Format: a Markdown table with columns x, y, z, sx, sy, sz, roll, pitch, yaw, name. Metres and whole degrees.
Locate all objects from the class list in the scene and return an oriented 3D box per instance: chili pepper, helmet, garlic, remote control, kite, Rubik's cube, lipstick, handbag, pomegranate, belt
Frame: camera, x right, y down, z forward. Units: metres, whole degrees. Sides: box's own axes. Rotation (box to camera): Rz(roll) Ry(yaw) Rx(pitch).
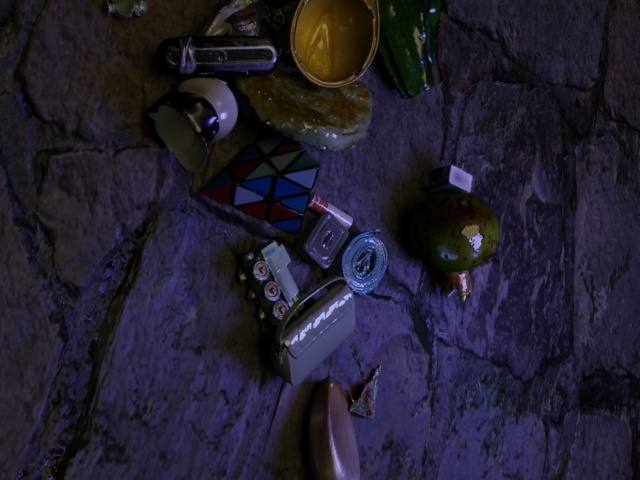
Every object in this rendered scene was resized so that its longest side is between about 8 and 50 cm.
| x | y | z | sx | sy | sz | roll | pitch | yaw | name |
| --- | --- | --- | --- | --- | --- | --- | --- | --- | --- |
| 0.231 | -0.569 | 2.036 | 0.213 | 0.167 | 0.385 | -20 | 98 | -34 | chili pepper |
| 0.019 | -0.474 | 1.779 | 0.205 | 0.140 | 0.257 | 10 | 97 | -16 | helmet |
| 0.029 | 0.473 | 1.813 | 0.143 | 0.112 | 0.318 | 19 | 66 | -58 | garlic |
| -0.209 | -0.390 | 1.652 | 0.265 | 0.066 | 0.090 | -5 | 95 | -19 | remote control |
| 0.108 | 0.338 | 1.906 | 0.198 | 0.006 | 0.245 | -49 | 133 | -47 | kite |
| -0.157 | -0.106 | 1.770 | 0.234 | 0.284 | 0.250 | -12 | 127 | -18 | Rubik's cube |
| 0.019 | -0.071 | 1.906 | 0.130 | 0.038 | 0.038 | 31 | 68 | -30 | lipstick |
| -0.018 | 0.186 | 1.771 | 0.256 | 0.079 | 0.219 | -39 | 143 | -34 | handbag |
| 0.333 | 0.014 | 2.045 | 0.230 | 0.231 | 0.286 | 6 | 110 | -36 | pomegranate |
| 0.089 | 0.059 | 1.917 | 0.163 | 0.082 | 0.148 | -18 | 95 | -39 | belt |

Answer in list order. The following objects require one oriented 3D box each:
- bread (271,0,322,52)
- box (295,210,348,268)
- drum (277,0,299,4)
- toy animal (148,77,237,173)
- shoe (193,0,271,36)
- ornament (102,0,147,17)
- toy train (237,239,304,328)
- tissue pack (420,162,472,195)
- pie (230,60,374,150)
| x | y | z | sx | sy | sz | roll | pitch | yaw | name |
| --- | --- | --- | --- | --- | --- | --- | --- | --- | --- |
| -0.036 | -0.500 | 1.874 | 0.177 | 0.084 | 0.119 | 4 | 112 | -37 | bread |
| 0.000 | 0.000 | 1.870 | 0.089 | 0.062 | 0.122 | 45 | 62 | -24 | box |
| -0.008 | -0.771 | 1.837 | 0.431 | 0.214 | 0.432 | 9 | 75 | -36 | drum |
| -0.259 | -0.258 | 1.670 | 0.179 | 0.138 | 0.166 | -47 | 133 | -39 | toy animal |
| -0.190 | -0.467 | 1.754 | 0.125 | 0.099 | 0.228 | 50 | 62 | -24 | shoe |
| -0.405 | -0.489 | 1.634 | 0.092 | 0.041 | 0.069 | 12 | 55 | -24 | ornament |
| -0.105 | 0.101 | 1.774 | 0.125 | 0.080 | 0.194 | -37 | 105 | -38 | toy train |
| 0.340 | -0.167 | 2.109 | 0.085 | 0.111 | 0.079 | 21 | 72 | -33 | tissue pack |
| -0.025 | -0.323 | 1.800 | 0.371 | 0.078 | 0.297 | 1 | 49 | -34 | pie |
